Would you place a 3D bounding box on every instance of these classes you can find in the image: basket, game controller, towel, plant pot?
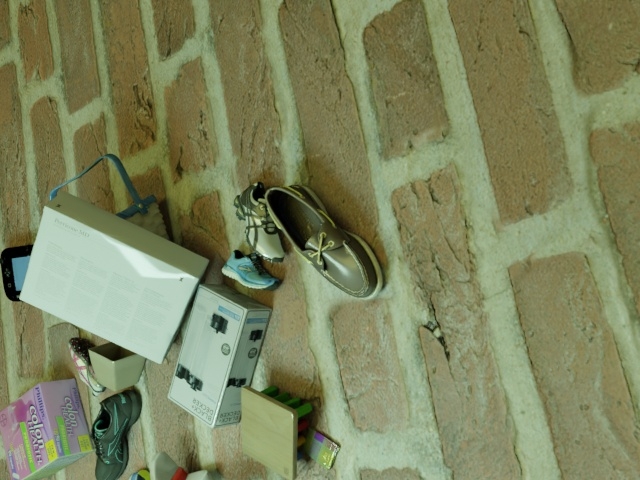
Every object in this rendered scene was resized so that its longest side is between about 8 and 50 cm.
[{"bbox_3d":[-0.533,-0.046,1.781,0.254,0.201,0.289,-23,104,32],"label":"basket"},{"bbox_3d":[-0.852,0.095,2.107,0.319,0.067,0.167,-6,83,36],"label":"game controller"},{"bbox_3d":[0.000,0.440,1.495,0.083,0.009,0.060,25,102,35],"label":"towel"},{"bbox_3d":[-0.523,0.326,1.833,0.109,0.109,0.096,14,107,36],"label":"plant pot"}]

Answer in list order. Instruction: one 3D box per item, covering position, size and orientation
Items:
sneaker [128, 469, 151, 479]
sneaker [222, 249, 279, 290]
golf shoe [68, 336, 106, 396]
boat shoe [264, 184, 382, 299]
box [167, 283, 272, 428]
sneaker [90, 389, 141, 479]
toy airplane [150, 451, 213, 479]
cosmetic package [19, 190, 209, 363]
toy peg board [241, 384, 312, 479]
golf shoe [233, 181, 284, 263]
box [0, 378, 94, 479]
[{"bbox_3d":[-0.473,0.652,1.781,0.059,0.053,0.144,-15,47,40],"label":"sneaker"},{"bbox_3d":[-0.157,0.065,1.605,0.162,0.063,0.073,23,97,35],"label":"sneaker"},{"bbox_3d":[-0.643,0.343,1.936,0.186,0.067,0.086,45,114,29],"label":"golf shoe"},{"bbox_3d":[0.000,0.000,1.472,0.117,0.096,0.324,-52,60,23],"label":"boat shoe"},{"bbox_3d":[-0.234,0.263,1.630,0.169,0.087,0.290,24,101,35],"label":"box"},{"bbox_3d":[-0.554,0.513,1.837,0.101,0.106,0.267,22,101,34],"label":"sneaker"},{"bbox_3d":[-0.399,0.640,1.547,0.386,0.272,0.384,-53,32,-1],"label":"toy airplane"},{"bbox_3d":[-0.488,0.092,1.668,0.377,0.097,0.284,26,121,-4],"label":"cosmetic package"},{"bbox_3d":[-0.089,0.402,1.530,0.161,0.079,0.161,16,112,41],"label":"toy peg board"},{"bbox_3d":[-0.126,-0.043,1.575,0.094,0.077,0.198,-46,63,33],"label":"golf shoe"},{"bbox_3d":[-0.777,0.537,1.989,0.243,0.117,0.214,-33,68,29],"label":"box"}]
